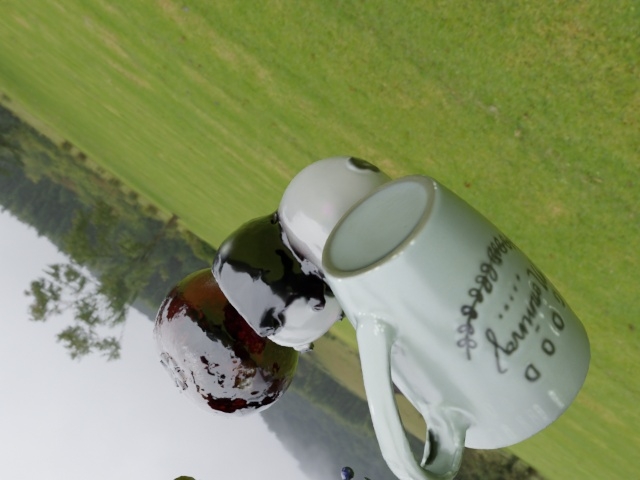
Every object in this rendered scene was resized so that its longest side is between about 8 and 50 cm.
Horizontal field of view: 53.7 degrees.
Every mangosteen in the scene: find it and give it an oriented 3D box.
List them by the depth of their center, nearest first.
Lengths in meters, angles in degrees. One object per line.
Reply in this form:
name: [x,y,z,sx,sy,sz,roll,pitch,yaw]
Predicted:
mangosteen: [-0.119,0.139,0.974,0.236,0.262,0.235,28,133,36]

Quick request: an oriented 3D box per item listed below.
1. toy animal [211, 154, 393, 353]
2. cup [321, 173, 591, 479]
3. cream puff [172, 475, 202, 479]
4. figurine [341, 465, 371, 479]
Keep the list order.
toy animal: [0.001,0.008,0.752,0.165,0.235,0.187,57,-172,27]
cup: [0.107,0.089,0.597,0.186,0.258,0.234,-14,130,46]
cream puff: [-0.162,0.459,0.914,0.244,0.244,0.196,31,-160,4]
figurine: [0.015,0.576,1.077,0.186,0.382,0.261,42,139,-1]
